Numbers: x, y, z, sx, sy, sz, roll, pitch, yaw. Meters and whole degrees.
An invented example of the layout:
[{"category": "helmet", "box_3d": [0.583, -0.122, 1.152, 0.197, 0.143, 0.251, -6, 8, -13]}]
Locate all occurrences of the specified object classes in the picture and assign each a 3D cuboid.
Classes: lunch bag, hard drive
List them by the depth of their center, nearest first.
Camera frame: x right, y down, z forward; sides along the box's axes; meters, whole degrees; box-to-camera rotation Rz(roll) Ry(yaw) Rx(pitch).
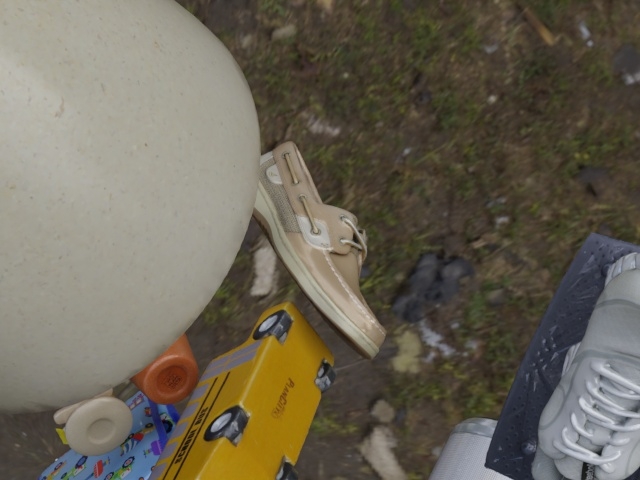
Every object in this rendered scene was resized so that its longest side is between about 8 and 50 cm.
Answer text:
[{"category": "hard drive", "box_3d": [0.277, 0.130, 1.063, 0.054, 0.172, 0.255, 37, 76, -49]}, {"category": "lunch bag", "box_3d": [-0.282, 0.322, 1.550, 0.221, 0.293, 0.138, -41, 123, -1]}]

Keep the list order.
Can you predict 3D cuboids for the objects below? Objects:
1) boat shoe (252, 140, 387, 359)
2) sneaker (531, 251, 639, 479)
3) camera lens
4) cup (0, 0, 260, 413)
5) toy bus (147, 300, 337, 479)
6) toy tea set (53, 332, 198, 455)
[{"category": "boat shoe", "box_3d": [0.000, 0.000, 1.434, 0.110, 0.122, 0.341, -34, 57, -1]}, {"category": "sneaker", "box_3d": [0.211, 0.106, 0.782, 0.110, 0.292, 0.118, 33, 69, 16]}, {"category": "camera lens", "box_3d": [0.246, 0.410, 1.627, 0.219, 0.219, 0.274, 32, 68, -5]}, {"category": "cup", "box_3d": [-0.235, -0.075, 0.729, 0.331, 0.237, 0.331, -8, 67, 19]}, {"category": "toy bus", "box_3d": [-0.088, 0.214, 1.288, 0.108, 0.130, 0.333, 51, 32, -18]}, {"category": "toy tea set", "box_3d": [-0.278, 0.096, 1.400, 0.200, 0.124, 0.336, -25, 124, -15]}]
